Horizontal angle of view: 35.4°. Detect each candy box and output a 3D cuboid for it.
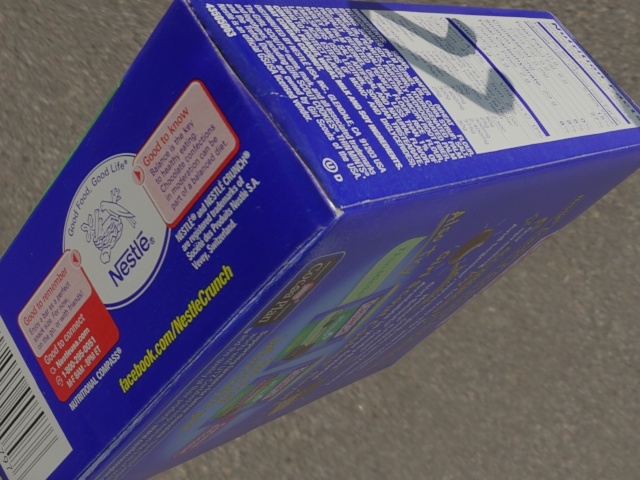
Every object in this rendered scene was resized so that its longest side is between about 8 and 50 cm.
[{"bbox_3d":[0.000,0.000,0.548,0.317,0.122,0.268,-12,154,-50],"label":"candy box"}]
